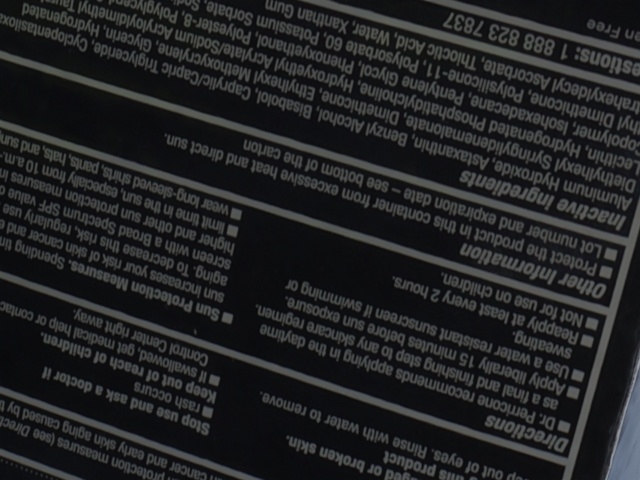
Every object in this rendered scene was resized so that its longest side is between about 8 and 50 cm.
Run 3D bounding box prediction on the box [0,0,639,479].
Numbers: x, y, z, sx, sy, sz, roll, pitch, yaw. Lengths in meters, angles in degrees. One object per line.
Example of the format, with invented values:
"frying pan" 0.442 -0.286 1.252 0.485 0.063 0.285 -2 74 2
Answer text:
"box" 0.000 0.000 0.767 0.296 0.294 0.183 18 -163 16
